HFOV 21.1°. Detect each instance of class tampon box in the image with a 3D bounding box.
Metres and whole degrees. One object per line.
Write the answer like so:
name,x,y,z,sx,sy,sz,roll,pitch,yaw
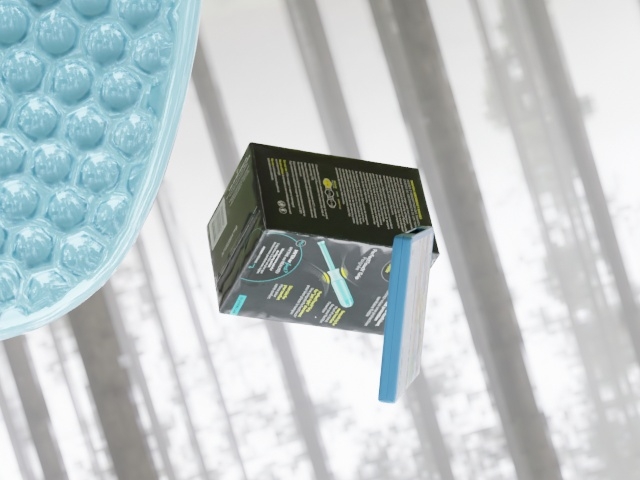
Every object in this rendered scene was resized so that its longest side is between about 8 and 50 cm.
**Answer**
tampon box,0.000,0.000,1.476,0.161,0.101,0.120,9,137,-23

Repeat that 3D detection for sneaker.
sneaker,-0.077,-0.150,0.449,0.127,0.319,0.208,18,-172,-18

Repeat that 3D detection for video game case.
video game case,0.065,0.052,1.282,0.015,0.119,0.166,6,-176,9
